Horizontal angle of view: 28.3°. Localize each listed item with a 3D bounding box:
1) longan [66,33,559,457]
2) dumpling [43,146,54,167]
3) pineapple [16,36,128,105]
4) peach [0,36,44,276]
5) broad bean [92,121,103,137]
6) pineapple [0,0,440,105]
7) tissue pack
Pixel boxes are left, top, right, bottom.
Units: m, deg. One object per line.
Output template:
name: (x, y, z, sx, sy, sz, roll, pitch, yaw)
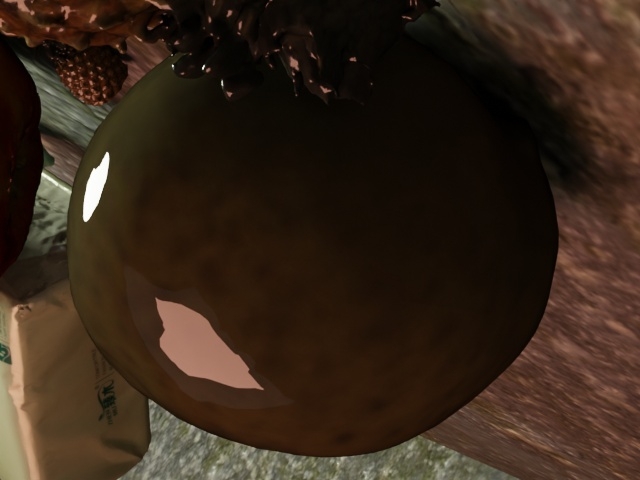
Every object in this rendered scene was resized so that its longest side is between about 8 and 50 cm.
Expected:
longan: (0.000, 0.000, 0.816, 0.288, 0.288, 0.350, 17, 178, 43)
dumpling: (-0.450, -0.149, 1.674, 0.216, 0.149, 0.105, 20, 132, -9)
pineapple: (-0.227, -0.174, 1.117, 0.058, 0.058, 0.124, 14, 155, 50)
peach: (-0.482, -0.106, 1.221, 0.416, 0.339, 0.353, 14, -167, -3)
broad bean: (-0.181, -0.069, 1.381, 0.165, 0.084, 0.114, 28, 155, -33)
pineapple: (-0.080, -0.143, 0.637, 0.278, 0.158, 0.158, 25, 169, -4)
tissue pack: (-0.360, 0.106, 1.543, 0.297, 0.207, 0.380, 31, 137, 32)
